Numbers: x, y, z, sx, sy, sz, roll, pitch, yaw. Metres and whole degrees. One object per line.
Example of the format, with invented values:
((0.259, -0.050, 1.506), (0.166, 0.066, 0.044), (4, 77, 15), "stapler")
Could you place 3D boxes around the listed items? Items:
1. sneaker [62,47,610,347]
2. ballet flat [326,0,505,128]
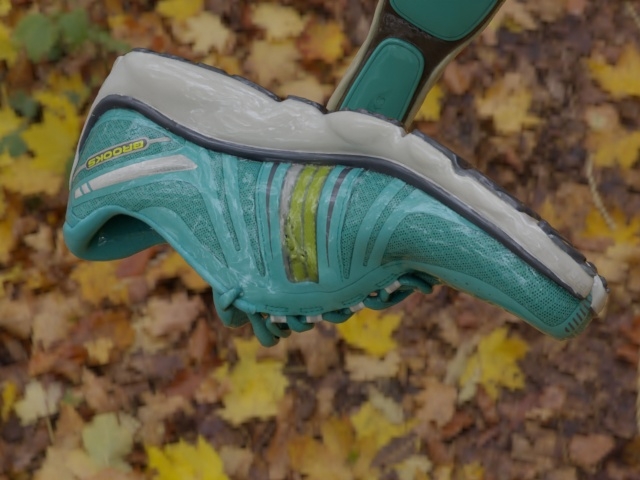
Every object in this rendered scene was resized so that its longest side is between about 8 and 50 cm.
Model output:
((0.000, 0.000, 0.682), (0.275, 0.107, 0.110), (17, 80, 29), "sneaker")
((0.080, -0.169, 1.150), (0.086, 0.248, 0.086), (24, 36, -19), "ballet flat")
